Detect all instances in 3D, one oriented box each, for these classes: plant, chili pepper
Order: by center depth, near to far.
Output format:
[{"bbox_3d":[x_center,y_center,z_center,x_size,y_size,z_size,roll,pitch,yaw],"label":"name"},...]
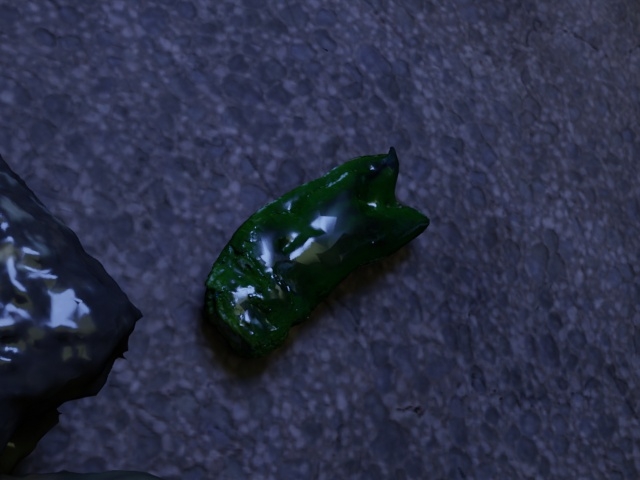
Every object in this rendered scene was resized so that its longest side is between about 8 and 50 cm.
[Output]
[{"bbox_3d":[-0.207,0.100,0.557,0.213,0.215,0.312,-33,94,-34],"label":"plant"},{"bbox_3d":[0.001,-0.001,0.781,0.224,0.061,0.098,-40,88,-28],"label":"chili pepper"}]
